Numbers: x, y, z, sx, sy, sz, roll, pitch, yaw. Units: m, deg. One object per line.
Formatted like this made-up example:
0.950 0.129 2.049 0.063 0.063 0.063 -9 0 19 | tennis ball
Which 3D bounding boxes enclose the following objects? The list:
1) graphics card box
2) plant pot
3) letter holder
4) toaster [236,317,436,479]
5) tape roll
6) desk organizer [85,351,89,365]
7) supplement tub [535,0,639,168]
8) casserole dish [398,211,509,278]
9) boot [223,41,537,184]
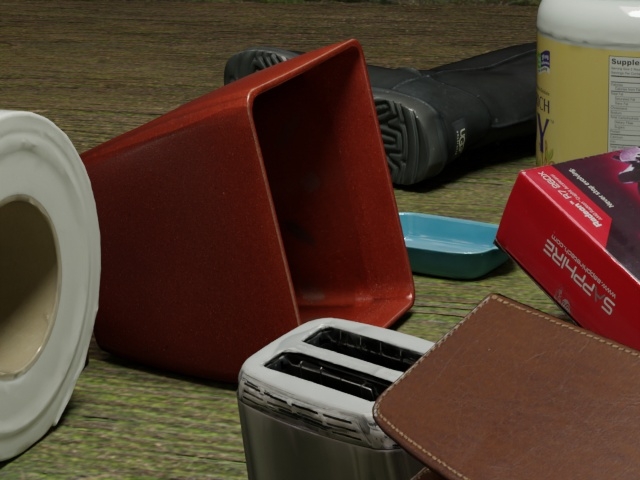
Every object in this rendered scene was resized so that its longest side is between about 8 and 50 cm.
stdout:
0.378 0.002 1.782 0.371 0.094 0.233 -11 42 -32 | graphics card box
-0.088 -0.018 1.773 0.236 0.267 0.267 -7 13 24 | plant pot
0.146 0.185 1.088 0.214 0.152 0.302 -39 33 -20 | letter holder
0.031 0.147 1.330 0.129 0.146 0.227 -28 30 -37 | toaster
-0.286 0.035 1.538 0.100 0.286 0.286 5 17 22 | tape roll
-0.279 0.096 1.741 0.130 0.047 0.050 2 15 12 | desk organizer
0.347 -0.154 2.019 0.241 0.331 0.241 -2 16 0 | supplement tub
0.120 0.006 2.022 0.188 0.037 0.114 10 19 31 | casserole dish
0.149 -0.204 2.526 0.367 0.146 0.445 24 33 36 | boot
